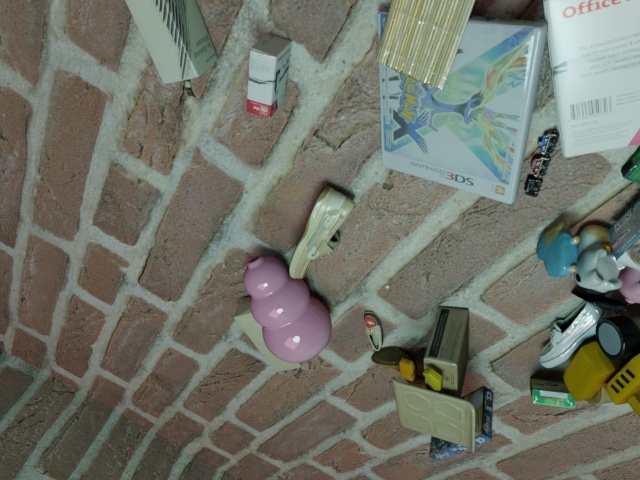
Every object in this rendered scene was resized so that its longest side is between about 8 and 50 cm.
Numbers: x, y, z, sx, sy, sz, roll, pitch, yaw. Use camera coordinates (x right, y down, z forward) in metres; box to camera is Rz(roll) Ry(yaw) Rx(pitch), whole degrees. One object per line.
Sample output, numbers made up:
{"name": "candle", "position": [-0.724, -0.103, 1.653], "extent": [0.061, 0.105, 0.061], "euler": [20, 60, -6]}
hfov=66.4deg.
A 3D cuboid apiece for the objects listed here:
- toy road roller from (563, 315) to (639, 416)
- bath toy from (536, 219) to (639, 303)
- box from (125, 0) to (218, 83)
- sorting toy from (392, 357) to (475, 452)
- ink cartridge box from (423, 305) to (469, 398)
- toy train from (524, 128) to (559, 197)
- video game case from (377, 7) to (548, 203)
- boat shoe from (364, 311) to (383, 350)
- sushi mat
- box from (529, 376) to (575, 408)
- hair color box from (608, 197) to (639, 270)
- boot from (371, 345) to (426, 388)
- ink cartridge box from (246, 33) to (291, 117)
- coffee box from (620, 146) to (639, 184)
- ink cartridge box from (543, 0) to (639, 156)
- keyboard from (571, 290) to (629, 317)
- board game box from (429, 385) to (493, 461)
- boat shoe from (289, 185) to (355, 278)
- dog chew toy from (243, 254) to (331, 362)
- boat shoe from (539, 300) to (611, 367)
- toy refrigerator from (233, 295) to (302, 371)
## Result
{"name": "toy road roller", "position": [0.739, 0.321, 1.112], "extent": [0.202, 0.241, 0.330], "euler": [-7, 139, -6]}
{"name": "bath toy", "position": [0.652, 0.068, 1.050], "extent": [0.348, 0.152, 0.129], "euler": [20, 167, -1]}
{"name": "box", "position": [-0.311, -0.467, 0.972], "extent": [0.094, 0.113, 0.275], "euler": [-3, 129, 22]}
{"name": "sorting toy", "position": [0.299, 0.427, 1.293], "extent": [0.229, 0.041, 0.307], "euler": [12, 134, 30]}
{"name": "ink cartridge box", "position": [0.349, 0.330, 1.342], "extent": [0.088, 0.193, 0.235], "euler": [6, 130, 23]}
{"name": "toy train", "position": [0.449, -0.158, 1.002], "extent": [0.036, 0.027, 0.158], "euler": [19, 135, 20]}
{"name": "video game case", "position": [0.242, -0.249, 0.921], "extent": [0.299, 0.036, 0.329], "euler": [23, 138, 32]}
{"name": "boat shoe", "position": [0.159, 0.272, 1.469], "extent": [0.049, 0.043, 0.137], "euler": [-3, 126, 25]}
{"name": "sushi mat", "position": [0.190, -0.423, 0.798], "extent": [0.151, 0.019, 0.317], "euler": [32, 125, 26]}
{"name": "box", "position": [0.638, 0.416, 1.353], "extent": [0.105, 0.179, 0.043], "euler": [1, 86, 20]}
{"name": "hair color box", "position": [0.765, 0.017, 0.923], "extent": [0.347, 0.105, 0.174], "euler": [21, 135, 2]}
{"name": "boot", "position": [0.265, 0.406, 1.527], "extent": [0.197, 0.073, 0.152], "euler": [-1, 132, 25]}
{"name": "ink cartridge box", "position": [-0.106, -0.339, 1.009], "extent": [0.056, 0.099, 0.135], "euler": [18, 134, 6]}
{"name": "coffee box", "position": [0.687, -0.136, 0.917], "extent": [0.184, 0.040, 0.113], "euler": [22, 133, 2]}
{"name": "ink cartridge box", "position": [0.490, -0.301, 0.798], "extent": [0.207, 0.117, 0.283], "euler": [-7, 126, 27]}
{"name": "keyboard", "position": [0.629, 0.147, 1.094], "extent": [0.100, 0.192, 0.038], "euler": [9, 94, 17]}
{"name": "board game box", "position": [0.442, 0.581, 1.542], "extent": [0.042, 0.165, 0.243], "euler": [33, 133, -8]}
{"name": "boat shoe", "position": [0.000, 0.000, 1.258], "extent": [0.098, 0.109, 0.302], "euler": [25, 128, 1]}
{"name": "dog chew toy", "position": [-0.105, 0.187, 1.403], "extent": [0.206, 0.207, 0.332], "euler": [-16, 113, 31]}
{"name": "boat shoe", "position": [0.623, 0.232, 1.243], "extent": [0.075, 0.083, 0.226], "euler": [36, 121, 4]}
{"name": "toy refrigerator", "position": [-0.157, 0.297, 1.582], "extent": [0.102, 0.094, 0.270], "euler": [-17, 122, 24]}
